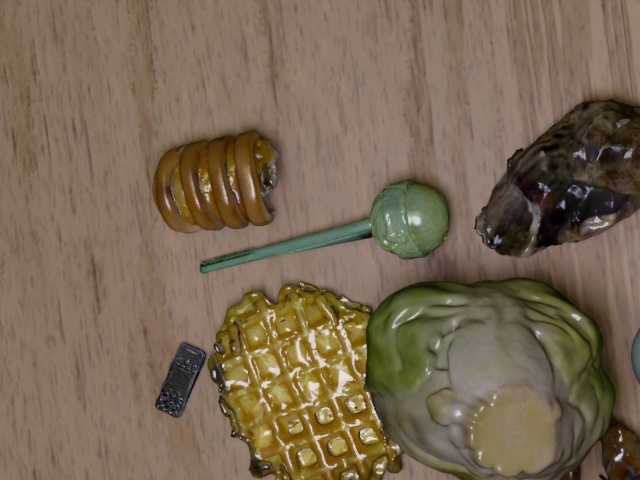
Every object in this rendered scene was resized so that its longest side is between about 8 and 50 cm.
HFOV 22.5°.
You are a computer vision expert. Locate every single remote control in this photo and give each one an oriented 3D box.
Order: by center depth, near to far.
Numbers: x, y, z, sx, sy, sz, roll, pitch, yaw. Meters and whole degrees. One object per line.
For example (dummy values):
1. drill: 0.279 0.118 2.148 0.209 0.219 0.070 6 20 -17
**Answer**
1. remote control: -0.179 0.178 2.055 0.039 0.014 0.096 25 99 10

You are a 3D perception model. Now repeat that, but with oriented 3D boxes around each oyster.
1. oyster: 0.316 -0.064 1.904 0.294 0.094 0.166 -38 93 17

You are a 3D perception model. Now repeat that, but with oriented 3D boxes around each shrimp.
1. shrimp: 0.344 0.297 1.929 0.132 0.051 0.187 -17 92 12

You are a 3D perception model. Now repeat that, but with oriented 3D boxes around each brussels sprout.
1. brussels sprout: 0.200 0.162 1.839 0.316 0.274 0.242 39 109 52

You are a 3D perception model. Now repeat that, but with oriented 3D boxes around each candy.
1. candy: 0.000 0.000 1.989 0.336 0.093 0.092 -14 46 21

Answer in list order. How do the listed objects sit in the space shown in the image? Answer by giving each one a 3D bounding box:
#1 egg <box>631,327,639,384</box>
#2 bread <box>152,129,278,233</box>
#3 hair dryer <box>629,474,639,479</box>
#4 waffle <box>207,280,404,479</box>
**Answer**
1. egg: 0.454 0.144 1.848 0.192 0.149 0.149 13 95 17
2. bread: -0.128 -0.069 2.000 0.177 0.084 0.119 -10 90 16
3. hair dryer: 0.487 0.243 1.750 0.344 0.189 0.106 -36 74 35
4. waffle: -0.014 0.193 1.996 0.281 0.060 0.262 22 95 7
